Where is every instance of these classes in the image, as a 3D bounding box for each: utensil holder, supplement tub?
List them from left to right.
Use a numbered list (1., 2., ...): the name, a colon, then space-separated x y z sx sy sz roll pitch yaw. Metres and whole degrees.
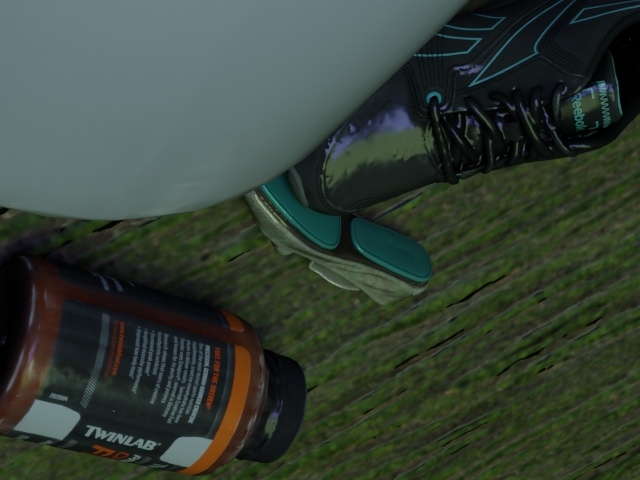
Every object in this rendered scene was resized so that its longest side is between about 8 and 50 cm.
1. supplement tub: -0.106 0.082 0.754 0.198 0.106 0.106 19 112 -31
2. utensil holder: -0.028 -0.221 0.371 0.327 0.327 0.385 5 155 -26

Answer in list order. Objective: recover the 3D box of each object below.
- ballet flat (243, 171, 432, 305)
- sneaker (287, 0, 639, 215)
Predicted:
1. ballet flat: 0.000 0.000 0.782 0.168 0.057 0.052 32 133 -33
2. sneaker: 0.105 -0.089 0.724 0.267 0.106 0.101 -30 128 -9
